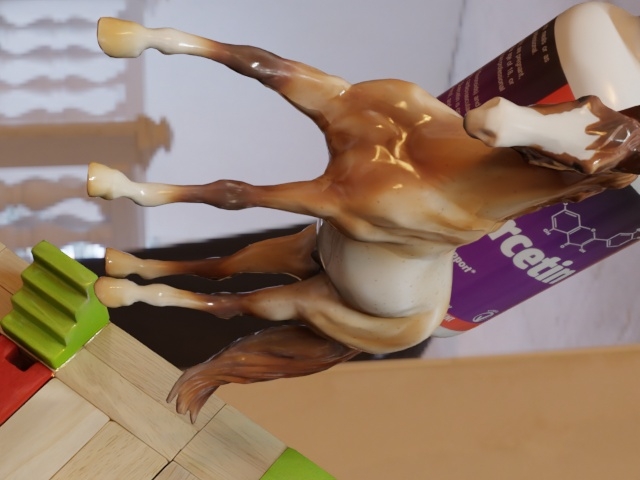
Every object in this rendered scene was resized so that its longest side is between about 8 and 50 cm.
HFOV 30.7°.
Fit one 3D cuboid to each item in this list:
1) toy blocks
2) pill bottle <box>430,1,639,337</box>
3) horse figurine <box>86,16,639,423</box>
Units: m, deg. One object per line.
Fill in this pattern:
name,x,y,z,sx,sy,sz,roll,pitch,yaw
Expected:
toy blocks,-0.209,0.160,0.699,0.261,0.381,0.190,-46,154,-29
pill bottle,0.177,-0.063,0.917,0.323,0.181,0.181,-33,-131,32
horse figurine,0.000,0.000,0.452,0.263,0.174,0.066,108,-14,-60
